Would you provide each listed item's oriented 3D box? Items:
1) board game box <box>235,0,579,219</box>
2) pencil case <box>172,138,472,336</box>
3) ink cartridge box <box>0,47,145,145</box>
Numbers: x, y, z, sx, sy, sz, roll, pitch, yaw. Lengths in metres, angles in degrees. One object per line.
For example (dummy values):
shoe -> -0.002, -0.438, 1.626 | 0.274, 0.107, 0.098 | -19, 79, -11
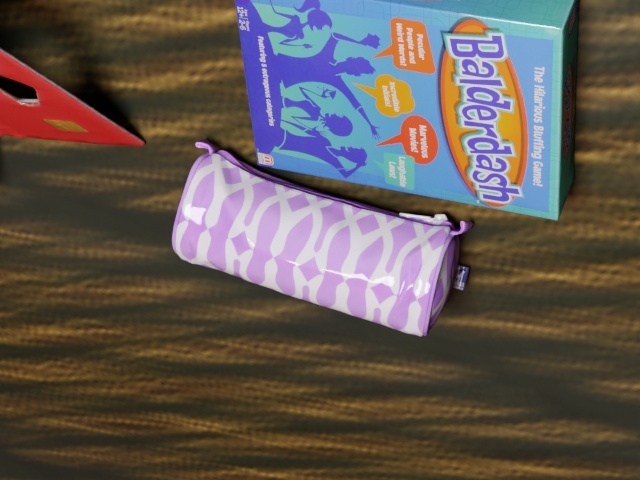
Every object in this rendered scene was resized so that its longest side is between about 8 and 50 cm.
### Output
board game box -> 0.056, -0.101, 1.105 | 0.210, 0.047, 0.160 | 10, 137, 17
pencil case -> 0.000, 0.000, 1.216 | 0.206, 0.086, 0.088 | 16, 105, 9
ink cartridge box -> -0.298, -0.090, 1.176 | 0.261, 0.066, 0.296 | 9, 170, 21
